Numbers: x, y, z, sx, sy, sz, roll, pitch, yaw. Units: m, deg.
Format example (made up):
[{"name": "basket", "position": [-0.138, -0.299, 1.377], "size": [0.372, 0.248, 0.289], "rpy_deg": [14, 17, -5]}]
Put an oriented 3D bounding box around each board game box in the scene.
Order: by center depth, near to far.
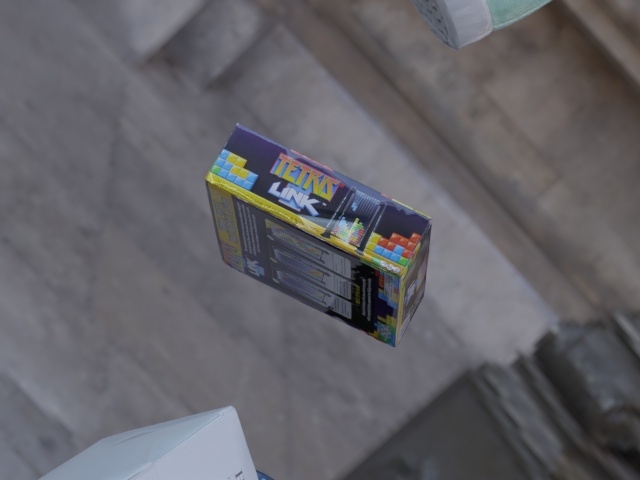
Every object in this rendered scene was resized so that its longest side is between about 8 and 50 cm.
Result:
[{"name": "board game box", "position": [0.000, 0.000, 1.316], "size": [0.141, 0.048, 0.170], "rpy_deg": [28, -16, 9]}]

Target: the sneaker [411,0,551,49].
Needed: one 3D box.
[{"name": "sneaker", "position": [0.067, -0.230, 0.878], "size": [0.256, 0.151, 0.094], "rpy_deg": [64, -6, -14]}]

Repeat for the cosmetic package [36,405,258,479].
[{"name": "cosmetic package", "position": [-0.074, 0.299, 0.956], "size": [0.284, 0.097, 0.377], "rpy_deg": [-26, 100, -66]}]

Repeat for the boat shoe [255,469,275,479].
[{"name": "boat shoe", "position": [0.028, 0.258, 1.737], "size": [0.258, 0.109, 0.089], "rpy_deg": [24, 69, -42]}]
